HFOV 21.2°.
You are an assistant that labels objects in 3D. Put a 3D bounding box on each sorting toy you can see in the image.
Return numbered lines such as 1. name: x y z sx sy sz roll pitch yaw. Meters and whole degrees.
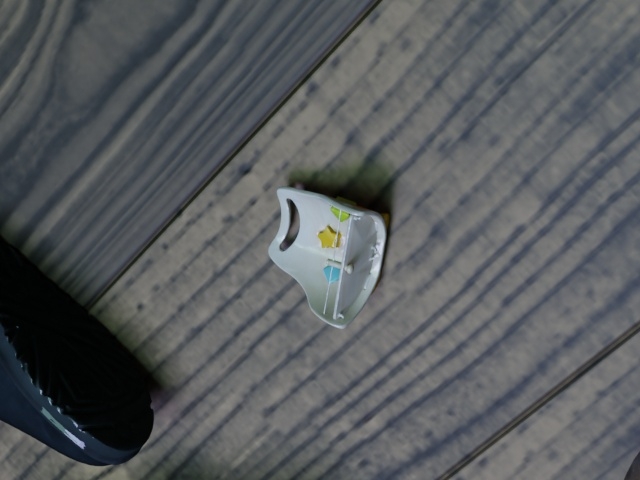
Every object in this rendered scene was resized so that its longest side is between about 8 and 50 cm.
1. sorting toy: 0.000 0.000 1.082 0.075 0.045 0.083 24 121 26

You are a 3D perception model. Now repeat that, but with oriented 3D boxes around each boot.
1. boot: -0.251 0.119 1.230 0.246 0.094 0.207 43 121 13

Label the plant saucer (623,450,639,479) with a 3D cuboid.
1. plant saucer: 0.312 0.209 0.968 0.311 0.050 0.310 13 126 19
